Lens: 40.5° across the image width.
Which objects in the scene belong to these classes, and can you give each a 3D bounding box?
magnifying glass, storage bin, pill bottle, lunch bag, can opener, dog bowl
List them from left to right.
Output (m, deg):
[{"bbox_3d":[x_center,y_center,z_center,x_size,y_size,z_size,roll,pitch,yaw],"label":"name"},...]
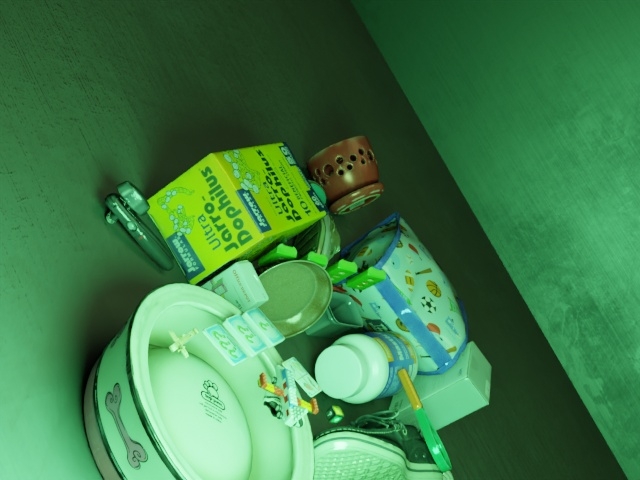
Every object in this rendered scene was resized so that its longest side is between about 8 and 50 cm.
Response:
[{"bbox_3d":[-0.327,-0.018,1.588,0.186,0.073,0.059,58,13,-21],"label":"can opener"},{"bbox_3d":[-0.192,0.278,1.355,0.408,0.150,0.408,43,26,-28],"label":"dog bowl"},{"bbox_3d":[0.017,0.171,1.985,0.135,0.091,0.098,19,44,-57],"label":"storage bin"},{"bbox_3d":[0.100,0.281,1.930,0.272,0.152,0.152,7,54,-62],"label":"pill bottle"},{"bbox_3d":[0.205,0.145,2.193,0.328,0.239,0.385,51,10,-11],"label":"lunch bag"},{"bbox_3d":[0.221,0.382,1.851,0.231,0.026,0.092,64,9,21],"label":"magnifying glass"}]

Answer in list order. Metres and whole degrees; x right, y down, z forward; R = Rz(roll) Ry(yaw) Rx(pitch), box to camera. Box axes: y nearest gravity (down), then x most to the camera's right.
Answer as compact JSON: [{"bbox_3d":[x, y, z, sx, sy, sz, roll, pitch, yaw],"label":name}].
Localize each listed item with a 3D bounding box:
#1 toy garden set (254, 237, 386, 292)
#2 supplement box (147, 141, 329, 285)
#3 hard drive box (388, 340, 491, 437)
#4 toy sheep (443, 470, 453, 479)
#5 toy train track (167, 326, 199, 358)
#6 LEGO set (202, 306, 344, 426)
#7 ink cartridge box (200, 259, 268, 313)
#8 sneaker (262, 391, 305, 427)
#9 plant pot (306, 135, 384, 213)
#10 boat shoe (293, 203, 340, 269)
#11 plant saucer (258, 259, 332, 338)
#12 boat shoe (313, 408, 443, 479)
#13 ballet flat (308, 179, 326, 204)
[{"bbox_3d":[-0.014,0.057,1.850,0.244,0.204,0.049,15,69,-20],"label":"toy garden set"},{"bbox_3d":[-0.163,-0.066,1.800,0.194,0.195,0.356,58,23,3],"label":"supplement box"},{"bbox_3d":[0.288,0.365,2.093,0.089,0.232,0.181,53,24,-9],"label":"hard drive box"},{"bbox_3d":[0.266,0.557,1.995,0.091,0.091,0.132,59,9,5],"label":"toy sheep"},{"bbox_3d":[-0.201,0.146,1.299,0.048,0.014,0.083,56,22,-2],"label":"toy train track"},{"bbox_3d":[-0.058,0.205,1.403,0.244,0.060,0.182,48,21,11],"label":"LEGO set"},{"bbox_3d":[-0.172,0.106,1.649,0.089,0.122,0.052,61,23,10],"label":"ink cartridge box"},{"bbox_3d":[-0.061,0.276,1.391,0.083,0.032,0.037,43,31,-8],"label":"sneaker"},{"bbox_3d":[0.079,-0.179,2.441,0.174,0.191,0.191,64,23,7],"label":"plant pot"},{"bbox_3d":[0.000,0.000,2.146,0.103,0.113,0.302,40,27,-24],"label":"boat shoe"},{"bbox_3d":[-0.073,0.114,1.765,0.198,0.198,0.036,36,12,-41],"label":"plant saucer"},{"bbox_3d":[0.097,0.420,1.715,0.500,0.186,0.156,32,31,-57],"label":"boat shoe"},{"bbox_3d":[-0.059,-0.138,2.274,0.068,0.072,0.213,34,6,32],"label":"ballet flat"}]
